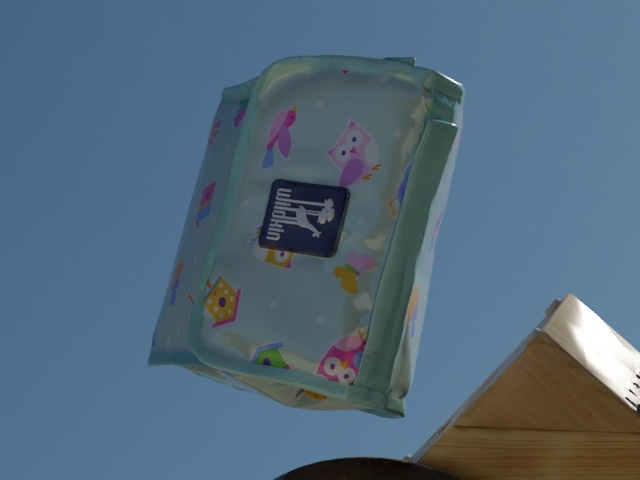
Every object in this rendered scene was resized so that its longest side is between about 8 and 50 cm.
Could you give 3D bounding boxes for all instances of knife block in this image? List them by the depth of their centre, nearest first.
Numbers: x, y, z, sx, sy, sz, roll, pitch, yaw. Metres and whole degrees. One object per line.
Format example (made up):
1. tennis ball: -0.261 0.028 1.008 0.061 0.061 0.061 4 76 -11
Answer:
1. knife block: 0.196 0.167 1.084 0.276 0.242 0.088 -49 -5 25

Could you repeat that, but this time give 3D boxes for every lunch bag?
1. lunch bag: 0.000 0.000 1.134 0.160 0.223 0.262 18 -8 -19

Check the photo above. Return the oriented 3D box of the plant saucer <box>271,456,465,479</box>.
1. plant saucer: 0.045 0.293 1.103 0.310 0.311 0.050 -28 2 31
